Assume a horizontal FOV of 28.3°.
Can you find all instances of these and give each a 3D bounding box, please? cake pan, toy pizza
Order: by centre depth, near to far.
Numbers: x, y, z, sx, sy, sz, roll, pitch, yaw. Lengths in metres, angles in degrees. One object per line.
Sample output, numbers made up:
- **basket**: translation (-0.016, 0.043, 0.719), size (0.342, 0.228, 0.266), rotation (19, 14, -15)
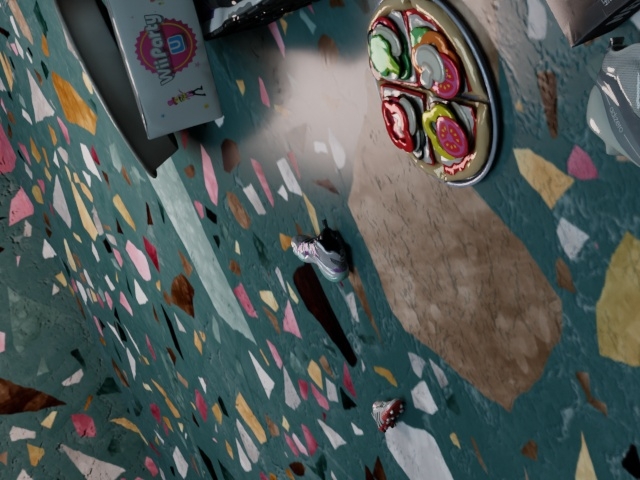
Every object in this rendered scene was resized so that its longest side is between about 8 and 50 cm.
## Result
- **toy pizza**: translation (0.097, -0.141, 1.203), size (0.201, 0.032, 0.201), rotation (47, 151, 37)
- **cake pan**: translation (-0.282, -0.227, 1.789), size (0.293, 0.054, 0.293), rotation (63, 180, 0)

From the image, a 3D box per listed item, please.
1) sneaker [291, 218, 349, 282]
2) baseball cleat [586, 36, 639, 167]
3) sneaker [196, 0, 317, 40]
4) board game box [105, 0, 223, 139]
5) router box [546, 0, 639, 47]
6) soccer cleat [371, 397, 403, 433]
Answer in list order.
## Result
- **sneaker**: translation (0.000, 0.000, 1.547), size (0.098, 0.038, 0.069), rotation (33, 140, 37)
- **baseball cleat**: translation (0.260, -0.073, 0.870), size (0.206, 0.072, 0.109), rotation (41, 140, 38)
- **sneaker**: translation (-0.079, -0.295, 1.350), size (0.283, 0.107, 0.124), rotation (-1, 106, 65)
- **board game box**: translation (-0.212, -0.296, 1.519), size (0.303, 0.097, 0.224), rotation (-113, 9, -52)
- **router box**: translation (0.200, -0.230, 0.877), size (0.133, 0.046, 0.179), rotation (63, 157, 5)
- **soccer cleat**: translation (0.081, 0.212, 1.583), size (0.035, 0.029, 0.083), rotation (52, 158, 20)
